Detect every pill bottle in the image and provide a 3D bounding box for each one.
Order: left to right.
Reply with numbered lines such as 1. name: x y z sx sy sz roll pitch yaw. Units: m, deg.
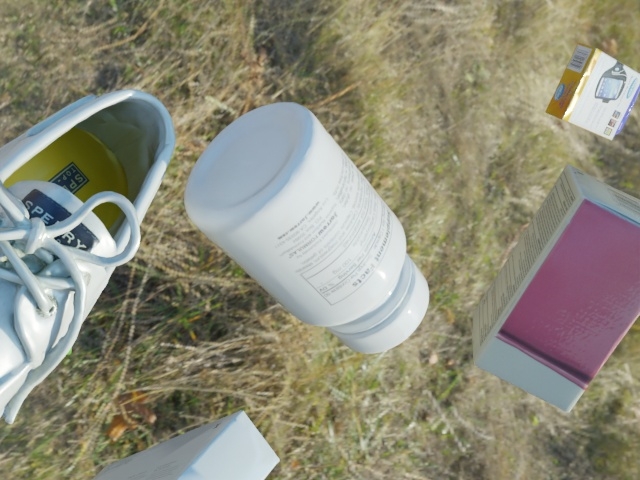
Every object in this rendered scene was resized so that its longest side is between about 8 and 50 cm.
1. pill bottle: 0.000 0.000 0.709 0.229 0.131 0.131 47 47 -39

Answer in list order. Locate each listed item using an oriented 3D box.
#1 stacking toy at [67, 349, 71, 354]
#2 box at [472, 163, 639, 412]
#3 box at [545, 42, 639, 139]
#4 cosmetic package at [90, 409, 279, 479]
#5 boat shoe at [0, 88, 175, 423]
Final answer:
1. stacking toy: -0.363 0.050 0.831 0.221 0.052 0.167 22 15 -21
2. box: 0.287 0.052 0.938 0.127 0.232 0.148 27 22 0
3. box: 0.309 -0.162 0.901 0.136 0.028 0.081 8 110 -47
4. cosmetic package: -0.265 0.384 1.065 0.097 0.377 0.284 53 42 -7
5. boat shoe: -0.178 0.009 0.487 0.136 0.156 0.367 49 35 -16
